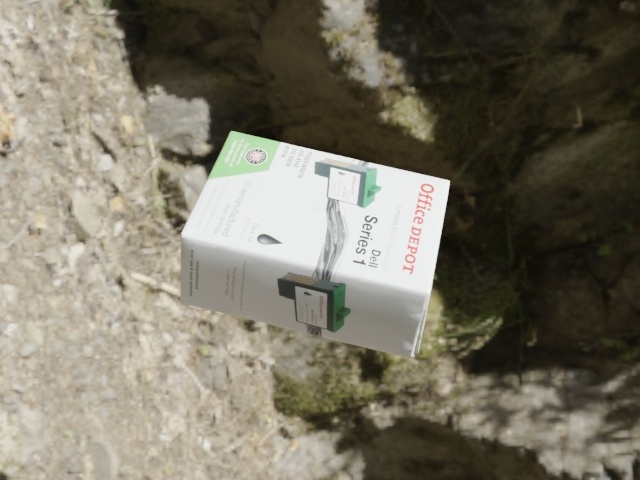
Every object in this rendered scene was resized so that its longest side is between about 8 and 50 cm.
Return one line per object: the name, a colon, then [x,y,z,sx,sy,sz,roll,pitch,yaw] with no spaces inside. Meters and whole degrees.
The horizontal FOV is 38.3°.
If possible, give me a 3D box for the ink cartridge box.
ink cartridge box: [0.000,0.000,0.846,0.160,0.219,0.093,-73,174,-46]
